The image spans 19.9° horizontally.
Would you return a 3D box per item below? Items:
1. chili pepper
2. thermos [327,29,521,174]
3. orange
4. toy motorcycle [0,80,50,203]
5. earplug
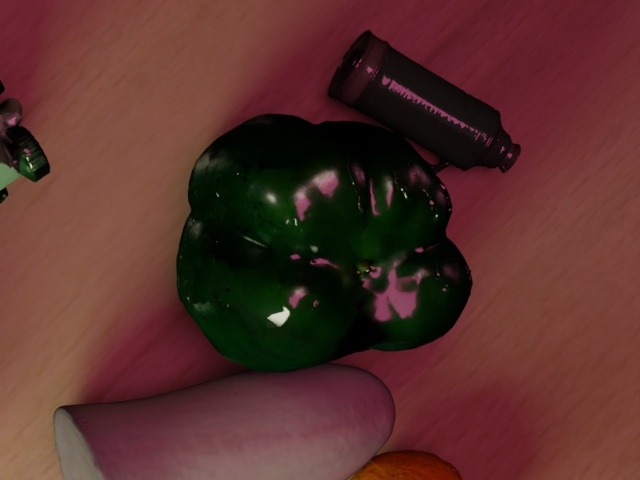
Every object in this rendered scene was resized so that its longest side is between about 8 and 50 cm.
[{"bbox_3d":[0.000,0.000,1.612,0.249,0.257,0.233,-14,98,-17],"label":"chili pepper"},{"bbox_3d":[0.103,-0.118,1.729,0.188,0.073,0.083,29,81,-13],"label":"thermos"},{"bbox_3d":[0.077,0.263,1.693,0.135,0.118,0.135,34,45,-42],"label":"orange"},{"bbox_3d":[-0.318,-0.114,1.488,0.125,0.331,0.196,-32,92,-6],"label":"toy motorcycle"},{"bbox_3d":[-0.071,0.186,1.643,0.301,0.172,0.172,-17,93,-21],"label":"earplug"}]
